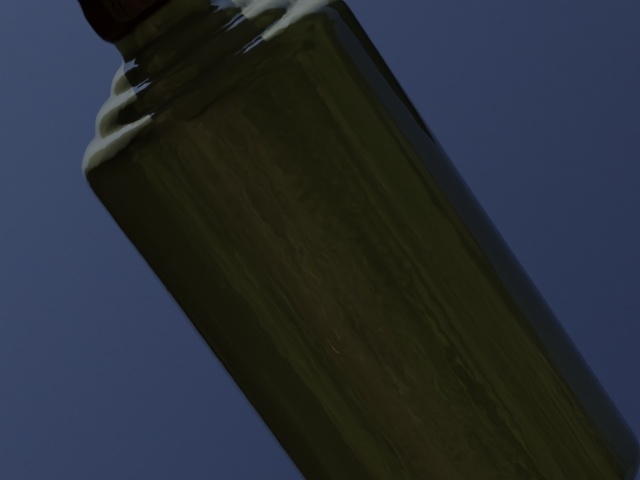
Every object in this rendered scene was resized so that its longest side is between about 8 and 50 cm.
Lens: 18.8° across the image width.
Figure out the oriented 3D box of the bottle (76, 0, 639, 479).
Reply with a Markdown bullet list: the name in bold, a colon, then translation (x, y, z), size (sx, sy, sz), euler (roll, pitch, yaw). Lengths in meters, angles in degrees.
- **bottle**: translation (0.000, 0.000, 0.632), size (0.104, 0.104, 0.245), euler (-30, -78, 29)
